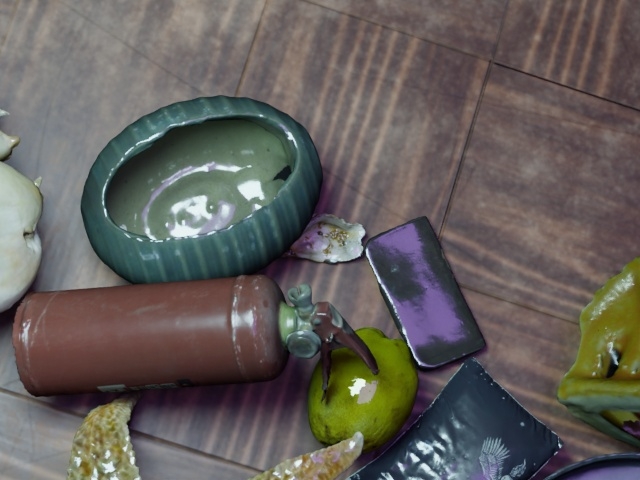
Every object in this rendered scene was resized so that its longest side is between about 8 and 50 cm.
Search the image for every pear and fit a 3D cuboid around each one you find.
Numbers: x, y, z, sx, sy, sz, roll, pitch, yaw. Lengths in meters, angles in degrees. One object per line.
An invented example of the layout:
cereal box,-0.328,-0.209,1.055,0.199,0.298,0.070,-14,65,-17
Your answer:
pear,0.042,0.152,1.846,0.107,0.107,0.131,18,83,-2

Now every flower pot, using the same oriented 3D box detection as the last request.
flower pot,-0.118,-0.046,1.845,0.243,0.157,0.189,-18,80,-12

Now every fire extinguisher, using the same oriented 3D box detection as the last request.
fire extinguisher,-0.115,0.104,1.779,0.337,0.147,0.106,-4,42,13

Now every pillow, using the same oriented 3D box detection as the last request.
pillow,0.131,0.233,1.859,0.208,0.055,0.141,-43,78,-15

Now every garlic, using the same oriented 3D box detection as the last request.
garlic,-0.372,-0.041,1.812,0.203,0.184,0.281,-15,56,-36

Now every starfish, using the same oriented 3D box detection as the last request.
starfish,-0.152,0.337,1.772,0.384,0.132,0.398,1,79,-11

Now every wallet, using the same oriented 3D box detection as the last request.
wallet,0.106,0.056,1.918,0.082,0.018,0.156,-24,80,-13

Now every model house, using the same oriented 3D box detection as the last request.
model house,0.400,0.101,1.863,0.268,0.173,0.239,22,64,-4

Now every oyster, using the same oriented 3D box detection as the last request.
oyster,0.000,-0.003,1.914,0.093,0.034,0.051,8,91,-16

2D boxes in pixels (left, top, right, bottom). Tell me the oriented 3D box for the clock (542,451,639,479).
clock,0.307,0.373,1.841,0.319,0.066,0.318,2,75,-7
